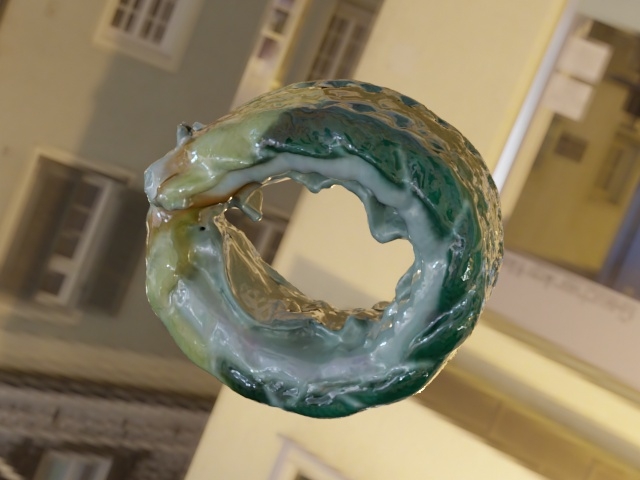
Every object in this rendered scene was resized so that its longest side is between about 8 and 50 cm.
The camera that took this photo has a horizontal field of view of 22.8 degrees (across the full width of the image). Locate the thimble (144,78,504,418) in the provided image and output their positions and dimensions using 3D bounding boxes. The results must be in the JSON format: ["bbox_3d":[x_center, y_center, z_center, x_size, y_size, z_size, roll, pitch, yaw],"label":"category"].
[{"bbox_3d":[0.000,0.000,1.280,0.288,0.254,0.167,24,-162,4],"label":"thimble"}]
